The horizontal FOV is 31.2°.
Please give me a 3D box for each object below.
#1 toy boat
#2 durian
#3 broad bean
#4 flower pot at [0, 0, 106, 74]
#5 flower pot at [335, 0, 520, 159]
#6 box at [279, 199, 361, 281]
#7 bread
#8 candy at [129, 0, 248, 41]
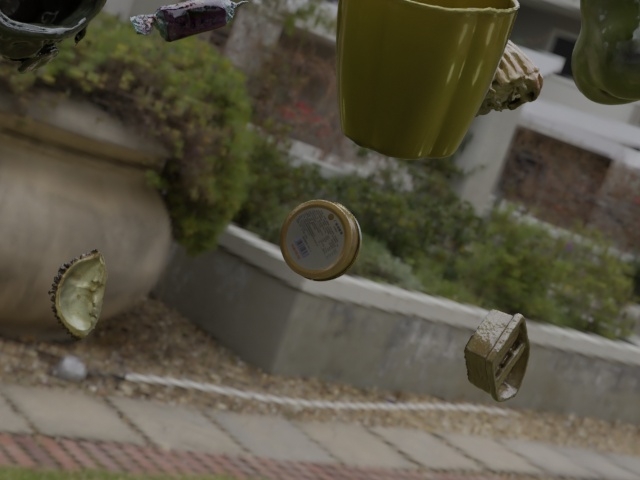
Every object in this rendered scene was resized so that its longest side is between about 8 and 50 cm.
[{"bbox_3d":[0.300,0.201,1.936,0.061,0.116,0.188,24,-27,30],"label":"toy boat"},{"bbox_3d":[-0.333,0.072,1.562,0.066,0.130,0.052,10,-1,23],"label":"durian"},{"bbox_3d":[0.426,-0.301,1.492,0.189,0.263,0.121,14,2,-11],"label":"broad bean"},{"bbox_3d":[-0.512,-0.446,1.991,0.301,0.302,0.213,16,-10,-36],"label":"flower pot"},{"bbox_3d":[0.098,-0.191,1.223,0.195,0.179,0.195,10,26,-5],"label":"flower pot"},{"bbox_3d":[0.000,0.000,1.473,0.105,0.106,0.037,23,3,24],"label":"box"},{"bbox_3d":[0.276,-0.296,2.148,0.274,0.149,0.274,-14,0,0],"label":"bread"},{"bbox_3d":[-0.164,-0.281,1.449,0.175,0.043,0.045,-21,36,-32],"label":"candy"}]
